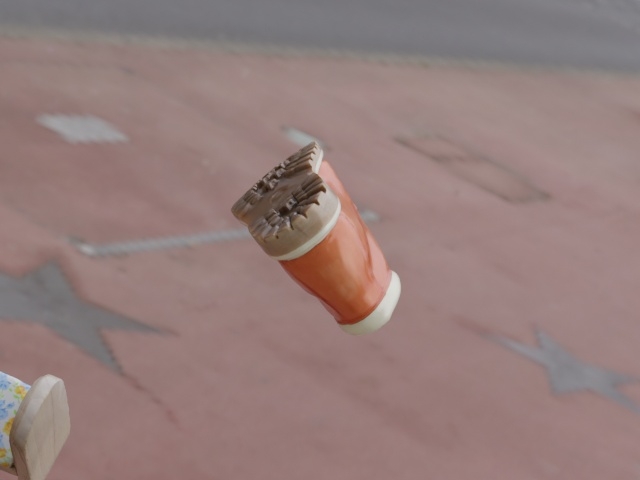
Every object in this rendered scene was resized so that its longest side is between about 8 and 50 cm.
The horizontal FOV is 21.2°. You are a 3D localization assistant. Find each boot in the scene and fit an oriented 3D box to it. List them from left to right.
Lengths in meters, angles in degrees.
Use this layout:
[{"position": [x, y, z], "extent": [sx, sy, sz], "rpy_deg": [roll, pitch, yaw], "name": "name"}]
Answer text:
[{"position": [0.000, 0.000, 0.917], "extent": [0.084, 0.059, 0.158], "rpy_deg": [49, 7, -18], "name": "boot"}]

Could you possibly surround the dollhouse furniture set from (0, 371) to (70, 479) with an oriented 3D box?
[{"position": [-0.440, 0.185, 1.280], "extent": [0.362, 0.394, 0.256], "rpy_deg": [23, -26, 7], "name": "dollhouse furniture set"}]
